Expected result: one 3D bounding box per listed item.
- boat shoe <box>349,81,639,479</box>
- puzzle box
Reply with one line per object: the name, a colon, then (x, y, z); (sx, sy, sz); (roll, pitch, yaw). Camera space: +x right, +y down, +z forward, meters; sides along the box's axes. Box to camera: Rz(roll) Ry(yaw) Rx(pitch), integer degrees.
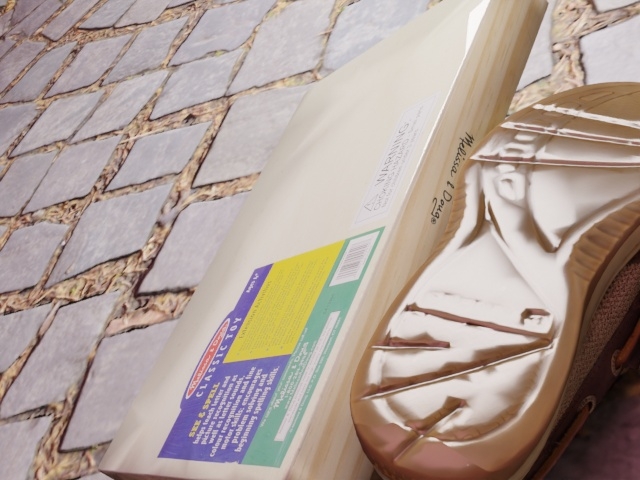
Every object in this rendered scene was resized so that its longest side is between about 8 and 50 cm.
boat shoe: (0.134, 0.029, 0.463); (0.123, 0.123, 0.342); (12, 46, 30)
puzzle box: (0.000, 0.000, 0.592); (0.272, 0.052, 0.408); (-18, 40, 54)
